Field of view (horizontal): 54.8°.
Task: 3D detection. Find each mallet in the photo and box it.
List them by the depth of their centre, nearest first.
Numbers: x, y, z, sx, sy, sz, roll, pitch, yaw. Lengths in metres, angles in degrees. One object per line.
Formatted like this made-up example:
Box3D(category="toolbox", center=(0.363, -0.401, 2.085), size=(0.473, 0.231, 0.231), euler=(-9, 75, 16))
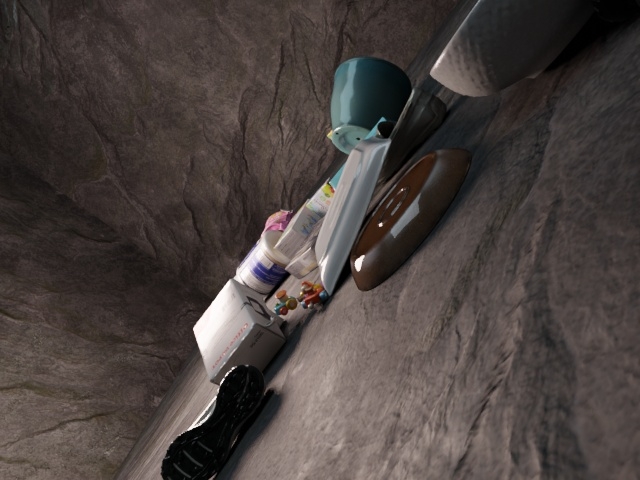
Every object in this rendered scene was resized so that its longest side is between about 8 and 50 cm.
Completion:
Box3D(category="mallet", center=(0.111, -0.043, 1.342), size=(0.062, 0.039, 0.190), euler=(-54, 3, 2))

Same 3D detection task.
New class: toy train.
Box3D(category="toy train", center=(-0.053, 0.127, 1.348), size=(0.166, 0.046, 0.125), euler=(-27, 8, 25))

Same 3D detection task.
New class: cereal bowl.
Box3D(category="cereal bowl", center=(0.324, -0.355, 0.938), size=(0.339, 0.141, 0.339), euler=(-53, -1, -2))

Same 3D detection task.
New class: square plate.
Box3D(category="square plate", center=(0.058, -0.078, 1.409), size=(0.344, 0.049, 0.347), euler=(-100, 31, -79))

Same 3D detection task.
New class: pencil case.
Box3D(category="pencil case", center=(-0.151, -0.022, 2.442), size=(0.160, 0.167, 0.386), euler=(-17, 11, 2))

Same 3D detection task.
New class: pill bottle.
Box3D(category="pill bottle", center=(-0.200, 0.101, 2.159), size=(0.265, 0.153, 0.153), euler=(-49, 8, 30))

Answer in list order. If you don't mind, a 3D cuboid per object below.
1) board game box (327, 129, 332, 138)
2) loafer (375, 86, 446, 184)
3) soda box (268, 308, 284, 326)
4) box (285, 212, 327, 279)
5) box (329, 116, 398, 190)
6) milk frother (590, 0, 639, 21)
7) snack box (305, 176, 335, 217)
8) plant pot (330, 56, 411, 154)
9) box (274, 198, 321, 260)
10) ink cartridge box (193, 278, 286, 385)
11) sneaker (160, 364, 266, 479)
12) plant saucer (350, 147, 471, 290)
Box3D(category="board game box", center=(0.133, -0.391, 2.293), size=(0.141, 0.170, 0.048), euler=(-49, 4, 36))
Box3D(category="loafer", center=(0.183, -0.254, 1.553), size=(0.319, 0.111, 0.112), euler=(-48, 9, 39))
Box3D(category="soda box", center=(-0.169, 0.234, 1.663), size=(0.074, 0.069, 0.216), euler=(-56, 8, -21))
Box3D(category="box", center=(0.000, 0.000, 1.746), size=(0.183, 0.056, 0.231), euler=(-58, 8, -26))
Box3D(category="box", center=(0.139, -0.222, 1.705), size=(0.100, 0.060, 0.244), euler=(5, -46, -50))
Box3D(category="milk frother", center=(0.371, -0.352, 0.721), size=(0.143, 0.134, 0.129), euler=(-55, 38, 10))
Box3D(category="snack box", center=(0.030, -0.126, 1.973), size=(0.141, 0.100, 0.037), euler=(-44, 12, 48))
Box3D(category="plant pot", center=(0.153, -0.431, 2.089), size=(0.271, 0.271, 0.255), euler=(140, 147, -62))
Box3D(category="box", center=(-0.055, -0.029, 2.044), size=(0.114, 0.103, 0.203), euler=(-48, 9, 34))
Box3D(category="ink cartridge box", center=(-0.198, 0.224, 1.468), size=(0.172, 0.100, 0.237), euler=(-53, 30, 6))
Box3D(category="sneaker", center=(-0.197, 0.364, 1.190), size=(0.271, 0.100, 0.108), euler=(-51, -7, -12))
Box3D(category="plant saucer", center=(0.144, -0.049, 1.095), size=(0.311, 0.050, 0.310), euler=(-53, 8, 10))
